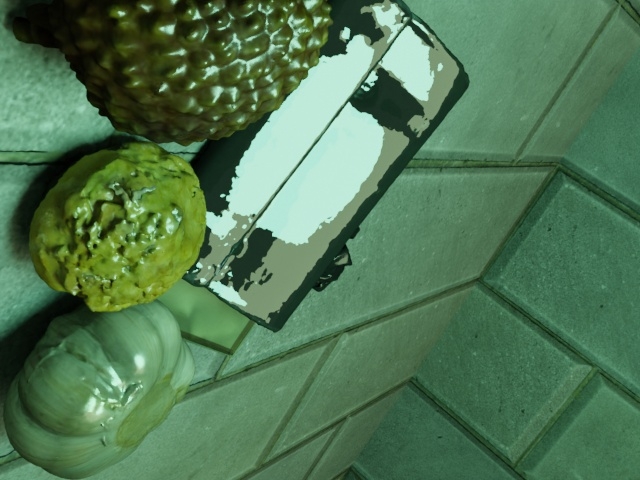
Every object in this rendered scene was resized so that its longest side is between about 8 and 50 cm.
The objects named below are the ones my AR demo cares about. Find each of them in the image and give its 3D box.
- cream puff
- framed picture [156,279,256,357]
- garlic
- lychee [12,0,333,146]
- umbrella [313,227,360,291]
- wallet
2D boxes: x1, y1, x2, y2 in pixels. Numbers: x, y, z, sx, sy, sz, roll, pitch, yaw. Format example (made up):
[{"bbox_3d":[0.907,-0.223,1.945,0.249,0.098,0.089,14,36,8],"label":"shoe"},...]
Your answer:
[{"bbox_3d":[-0.185,-0.010,0.709,0.189,0.129,0.189,-44,158,-23],"label":"cream puff"},{"bbox_3d":[-0.122,0.037,0.931,0.173,0.010,0.231,28,104,-33],"label":"framed picture"},{"bbox_3d":[-0.247,0.155,0.806,0.228,0.152,0.228,-43,160,-20],"label":"garlic"},{"bbox_3d":[-0.109,-0.161,0.537,0.238,0.200,0.200,-6,151,2],"label":"lychee"},{"bbox_3d":[0.000,-0.001,1.097,0.272,0.110,0.122,54,42,-67],"label":"umbrella"},{"bbox_3d":[-0.010,-0.098,0.869,0.228,0.062,0.406,36,92,-35],"label":"wallet"}]
